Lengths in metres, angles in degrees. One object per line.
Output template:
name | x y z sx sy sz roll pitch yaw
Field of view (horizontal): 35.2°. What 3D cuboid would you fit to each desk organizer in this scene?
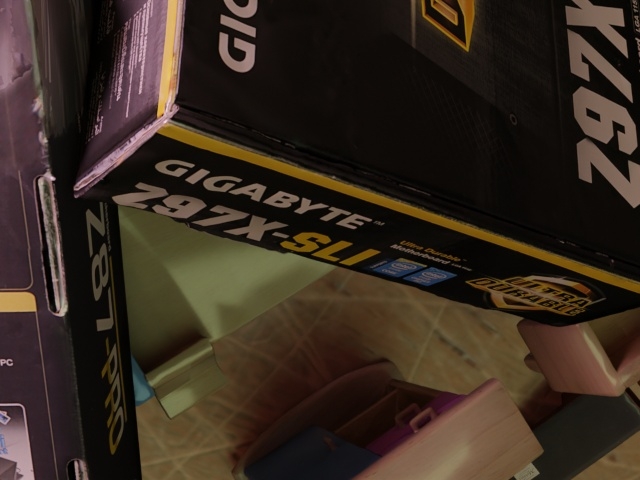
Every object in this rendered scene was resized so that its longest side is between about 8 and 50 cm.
desk organizer | 0.182 0.151 0.769 0.130 0.050 0.047 -41 88 15

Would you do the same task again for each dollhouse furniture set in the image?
dollhouse furniture set | 0.000 0.000 0.605 0.286 0.198 0.303 -33 95 -13

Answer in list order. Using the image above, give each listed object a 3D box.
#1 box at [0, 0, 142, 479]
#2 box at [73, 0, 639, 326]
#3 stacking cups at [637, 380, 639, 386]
box | -0.283 0.040 0.422 0.394 0.097 0.318 0 115 2
box | 0.038 -0.141 0.454 0.257 0.079 0.322 18 62 -33
stacking cups | 0.217 0.001 0.627 0.096 0.096 0.316 -29 141 -9
